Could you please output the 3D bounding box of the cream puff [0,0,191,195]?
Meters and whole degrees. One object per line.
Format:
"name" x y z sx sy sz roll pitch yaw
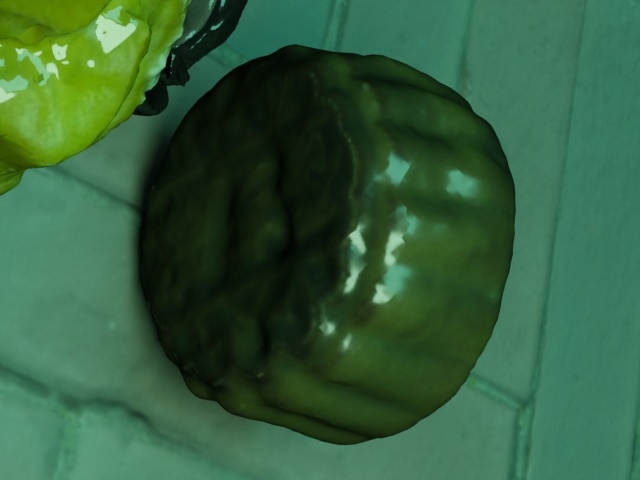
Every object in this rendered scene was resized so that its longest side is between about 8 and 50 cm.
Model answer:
"cream puff" -0.269 -0.190 1.150 0.275 0.378 0.378 -26 98 -47

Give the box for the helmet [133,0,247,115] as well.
"helmet" -0.138 -0.211 1.403 0.198 0.154 0.253 97 7 -48

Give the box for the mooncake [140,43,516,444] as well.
"mooncake" 0.000 0.000 1.392 0.161 0.290 0.290 16 69 -40
